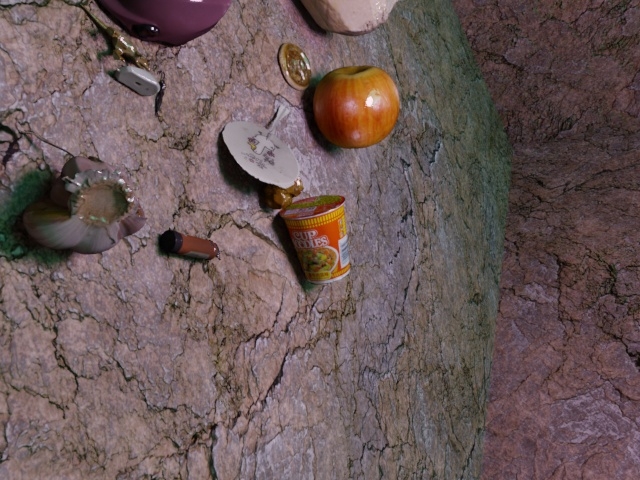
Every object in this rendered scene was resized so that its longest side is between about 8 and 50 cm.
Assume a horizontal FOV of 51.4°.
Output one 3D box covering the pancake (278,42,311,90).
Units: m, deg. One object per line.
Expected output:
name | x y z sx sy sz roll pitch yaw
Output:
pancake | -0.076 -0.535 2.043 0.158 0.028 0.158 22 63 -52

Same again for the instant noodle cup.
instant noodle cup | 0.000 0.000 1.853 0.193 0.193 0.212 -44 125 -55

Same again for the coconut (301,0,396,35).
coconut | 0.078 -0.871 2.108 0.415 0.344 0.415 25 61 -57

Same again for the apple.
apple | 0.109 -0.417 2.079 0.286 0.286 0.233 -51 138 -53

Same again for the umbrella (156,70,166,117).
umbrella | -0.362 -0.332 1.513 0.022 0.013 0.122 18 65 -42

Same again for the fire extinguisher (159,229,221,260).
fire extinguisher | -0.281 0.013 1.494 0.062 0.050 0.177 49 16 29

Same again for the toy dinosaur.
toy dinosaur | -0.432 -0.431 1.423 0.162 0.039 0.126 52 11 -1

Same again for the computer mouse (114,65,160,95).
computer mouse | -0.394 -0.350 1.427 0.110 0.056 0.032 26 50 -51

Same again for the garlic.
garlic | -0.422 -0.101 1.163 0.257 0.207 0.207 63 33 -9

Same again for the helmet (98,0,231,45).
helmet | -0.332 -0.587 1.481 0.338 0.197 0.271 13 71 -58

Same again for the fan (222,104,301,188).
fan | -0.137 -0.280 1.787 0.233 0.012 0.415 33 34 -15

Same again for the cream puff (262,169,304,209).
cream puff | -0.100 -0.137 1.780 0.122 0.116 0.094 -45 106 -38
